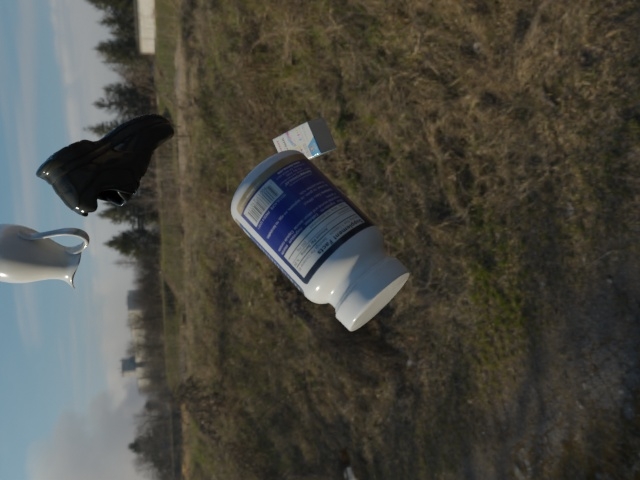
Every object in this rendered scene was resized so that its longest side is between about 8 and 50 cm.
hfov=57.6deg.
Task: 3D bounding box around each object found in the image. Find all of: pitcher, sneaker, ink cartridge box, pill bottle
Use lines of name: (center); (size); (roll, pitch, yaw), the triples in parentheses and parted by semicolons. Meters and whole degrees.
pitcher: (-0.617, 0.019, 1.251); (0.177, 0.207, 0.125); (-54, 35, 35)
sneaker: (-0.367, -0.137, 1.062); (0.109, 0.286, 0.130); (-22, 104, 44)
ink cartridge box: (-0.050, -0.259, 1.571); (0.143, 0.090, 0.092); (-20, 97, 35)
pill bottle: (0.000, 0.000, 0.884); (0.264, 0.153, 0.153); (46, 150, 16)
